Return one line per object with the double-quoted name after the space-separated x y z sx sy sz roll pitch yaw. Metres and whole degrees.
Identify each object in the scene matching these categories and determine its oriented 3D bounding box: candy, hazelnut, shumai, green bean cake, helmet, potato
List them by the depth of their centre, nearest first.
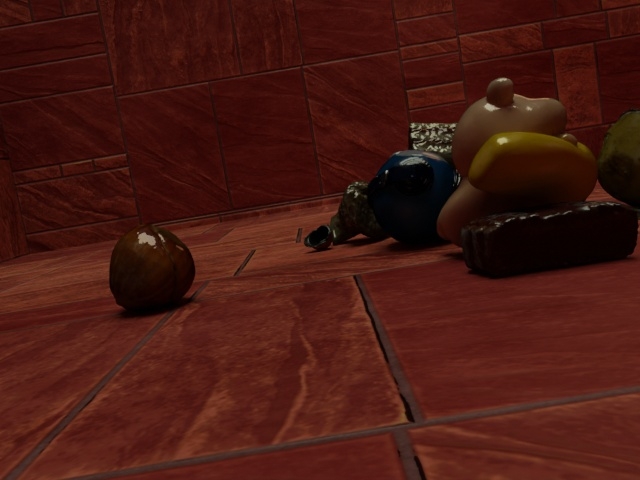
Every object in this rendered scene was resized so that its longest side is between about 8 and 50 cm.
0.368 -0.007 1.067 0.233 0.097 0.198 -10 7 -11 "green bean cake"
-0.343 0.054 1.270 0.182 0.182 0.182 -9 6 1 "hazelnut"
0.783 -0.164 1.513 0.300 0.196 0.246 23 7 -39 "potato"
0.391 -0.211 1.700 0.321 0.179 0.135 1 51 1 "candy"
-0.001 0.001 1.738 0.084 0.049 0.065 -34 43 0 "helmet"
0.095 -0.068 1.778 0.175 0.166 0.206 -15 -22 33 "shumai"

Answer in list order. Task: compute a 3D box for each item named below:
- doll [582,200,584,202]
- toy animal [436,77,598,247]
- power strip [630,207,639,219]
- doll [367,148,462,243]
0.559 -0.119 1.585 0.177 0.141 0.314 -9 8 45 "doll"
0.368 -0.151 1.242 0.277 0.247 0.345 -9 -32 -12 "toy animal"
0.677 -0.061 1.433 0.051 0.019 0.136 -11 7 2 "power strip"
0.267 -0.110 1.534 0.310 0.240 0.284 3 -18 9 "doll"
